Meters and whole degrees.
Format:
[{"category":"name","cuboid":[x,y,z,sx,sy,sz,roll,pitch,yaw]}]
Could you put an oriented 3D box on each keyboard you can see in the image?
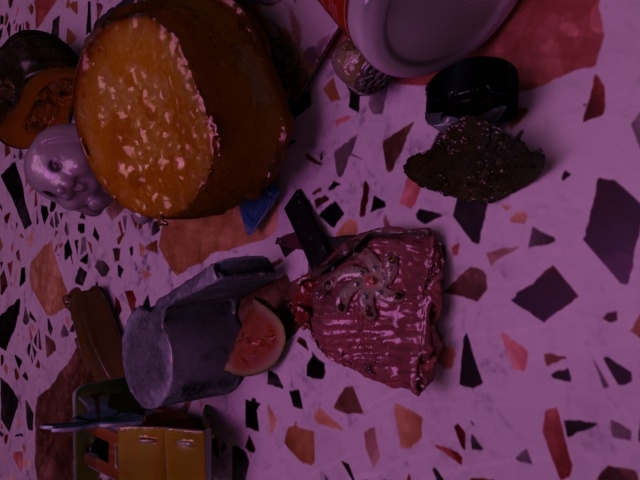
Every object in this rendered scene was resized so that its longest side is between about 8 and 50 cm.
[{"category":"keyboard","cuboid":[-0.024,-0.018,1.265,0.053,0.010,0.155,-52,45,31]}]

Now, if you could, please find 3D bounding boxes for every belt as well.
[{"category":"belt","cuboid":[0.195,-0.186,0.970,0.140,0.105,0.058,-21,58,52]}]

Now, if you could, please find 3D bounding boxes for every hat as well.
[{"category":"hat","cuboid":[0.053,0.096,1.128,0.286,0.107,0.237,1,81,43]}]

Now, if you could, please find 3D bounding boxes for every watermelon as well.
[{"category":"watermelon","cuboid":[-0.106,0.168,1.336,0.069,0.087,0.163,-92,25,-64]}]

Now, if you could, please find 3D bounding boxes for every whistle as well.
[{"category":"whistle","cuboid":[-0.232,0.153,1.394,0.188,0.168,0.405,47,123,36]}]

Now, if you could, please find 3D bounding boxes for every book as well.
[{"category":"book","cuboid":[-0.046,-0.477,1.195,0.300,0.039,0.428,42,125,11]}]

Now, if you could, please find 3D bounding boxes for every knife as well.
[{"category":"knife","cuboid":[0.000,0.000,1.251,0.247,0.018,0.035,2,91,49]}]

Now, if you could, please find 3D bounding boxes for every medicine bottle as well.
[{"category":"medicine bottle","cuboid":[0.106,-0.375,0.959,0.252,0.252,0.241,-54,54,33]}]

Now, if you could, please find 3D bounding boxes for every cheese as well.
[{"category":"cheese","cuboid":[-0.157,-0.133,1.395,0.135,0.052,0.245,-54,54,32]}]

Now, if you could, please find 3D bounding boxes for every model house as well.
[{"category":"model house","cuboid":[-0.357,0.439,1.415,0.323,0.340,0.300,3,94,43]}]

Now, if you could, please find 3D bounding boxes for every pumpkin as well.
[{"category":"pumpkin","cuboid":[-0.749,-0.405,1.903,0.325,0.242,0.232,-44,68,33]}]

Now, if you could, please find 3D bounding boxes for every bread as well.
[{"category":"bread","cuboid":[-0.239,-0.225,1.265,0.398,0.215,0.398,12,111,33]}]

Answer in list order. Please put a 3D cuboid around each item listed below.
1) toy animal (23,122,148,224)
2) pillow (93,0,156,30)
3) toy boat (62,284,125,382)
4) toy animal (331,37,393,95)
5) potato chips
[{"category":"toy animal","cuboid":[-0.466,-0.164,1.594,0.249,0.289,0.174,-50,51,10]},{"category":"pillow","cuboid":[-0.421,-0.391,1.624,0.326,0.101,0.228,7,93,56]},{"category":"toy boat","cuboid":[-0.525,0.250,1.775,0.121,0.089,0.321,-54,55,40]},{"category":"toy animal","cuboid":[0.085,-0.262,1.111,0.137,0.098,0.098,-2,89,29]},{"category":"potato chips","cuboid":[0.198,-0.104,0.986,0.209,0.026,0.142,11,134,36]}]
